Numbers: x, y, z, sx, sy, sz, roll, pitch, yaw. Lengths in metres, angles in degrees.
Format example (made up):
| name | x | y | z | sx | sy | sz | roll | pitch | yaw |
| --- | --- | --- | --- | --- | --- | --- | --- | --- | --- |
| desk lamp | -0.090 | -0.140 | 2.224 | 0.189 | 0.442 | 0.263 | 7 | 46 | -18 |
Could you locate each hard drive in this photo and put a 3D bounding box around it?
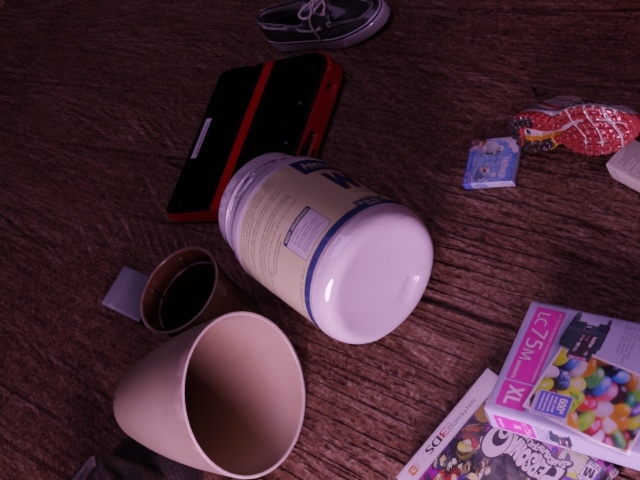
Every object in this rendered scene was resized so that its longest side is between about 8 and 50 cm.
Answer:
| name | x | y | z | sx | sy | sz | roll | pitch | yaw |
| --- | --- | --- | --- | --- | --- | --- | --- | --- | --- |
| hard drive | -0.379 | 0.111 | 1.790 | 0.135 | 0.022 | 0.094 | 17 | 72 | 41 |

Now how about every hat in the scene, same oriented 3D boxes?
| name | x | y | z | sx | sy | sz | roll | pitch | yaw |
| --- | --- | --- | --- | --- | --- | --- | --- | --- | --- |
| hat | -0.355 | 0.447 | 1.458 | 0.331 | 0.134 | 0.331 | -22 | 44 | 23 |

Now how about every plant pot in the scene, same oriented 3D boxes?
| name | x | y | z | sx | sy | sz | roll | pitch | yaw |
| --- | --- | --- | --- | --- | --- | --- | --- | --- | --- |
| plant pot | -0.204 | 0.122 | 1.561 | 0.167 | 0.165 | 0.167 | -18 | 53 | 24 |
| plant pot | -0.211 | 0.258 | 1.443 | 0.274 | 0.256 | 0.256 | -12 | 55 | 41 |

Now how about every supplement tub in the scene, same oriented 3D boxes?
| name | x | y | z | sx | sy | sz | roll | pitch | yaw |
| --- | --- | --- | --- | --- | --- | --- | --- | --- | --- |
| supplement tub | 0.000 | 0.000 | 1.447 | 0.235 | 0.235 | 0.325 | -52 | 46 | -5 |

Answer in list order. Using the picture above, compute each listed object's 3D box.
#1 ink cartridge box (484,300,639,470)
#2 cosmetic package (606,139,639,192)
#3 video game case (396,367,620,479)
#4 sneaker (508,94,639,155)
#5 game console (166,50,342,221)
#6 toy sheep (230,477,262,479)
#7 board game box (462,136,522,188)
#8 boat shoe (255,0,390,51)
| name | x | y | z | sx | sy | sz | roll | pitch | yaw |
| --- | --- | --- | --- | --- | --- | --- | --- | --- | --- |
| ink cartridge box | 0.391 | 0.194 | 1.135 | 0.311 | 0.065 | 0.185 | 13 | 59 | 33 |
| cosmetic package | 0.490 | -0.100 | 1.300 | 0.060 | 0.041 | 0.115 | -47 | 46 | 0 |
| video game case | 0.248 | 0.319 | 1.195 | 0.210 | 0.042 | 0.232 | -49 | 46 | -2 |
| sneaker | 0.403 | -0.194 | 1.374 | 0.093 | 0.088 | 0.225 | -41 | 31 | -25 |
| game console | -0.136 | -0.212 | 1.817 | 0.342 | 0.060 | 0.386 | -3 | 59 | 40 |
| toy sheep | -0.125 | 0.417 | 1.370 | 0.091 | 0.091 | 0.132 | -33 | 34 | 13 |
| board game box | 0.291 | -0.131 | 1.476 | 0.090 | 0.020 | 0.090 | -2 | 61 | 33 |
| boat shoe | -0.003 | -0.477 | 1.852 | 0.306 | 0.105 | 0.113 | 5 | 65 | 38 |
